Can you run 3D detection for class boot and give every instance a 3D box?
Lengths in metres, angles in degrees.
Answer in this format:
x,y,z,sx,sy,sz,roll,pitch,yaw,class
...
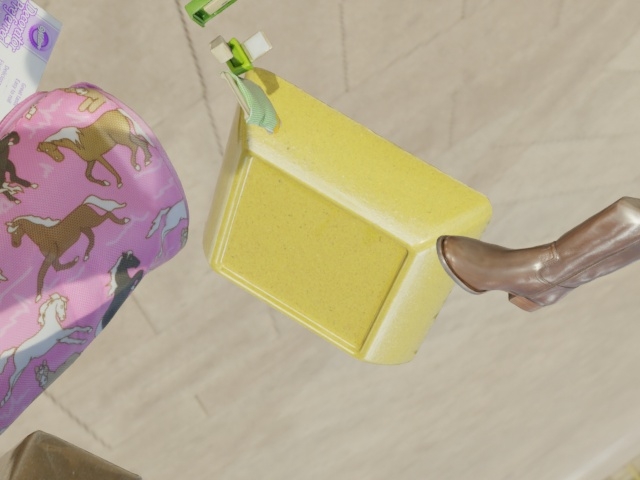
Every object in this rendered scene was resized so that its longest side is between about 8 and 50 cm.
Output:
x,y,z,sx,sy,sz,roll,pitch,yaw,class
0.141,-0.001,0.666,0.106,0.037,0.114,20,143,-38,boot

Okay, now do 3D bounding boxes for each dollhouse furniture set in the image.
x,y,z,sx,sy,sz,roll,pitch,yaw,class
-0.070,-0.182,1.107,0.058,0.152,0.076,-33,165,11,dollhouse furniture set

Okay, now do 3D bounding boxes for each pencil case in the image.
x,y,z,sx,sy,sz,roll,pitch,yaw,class
-0.263,0.047,0.799,0.386,0.160,0.167,-45,148,-32,pencil case

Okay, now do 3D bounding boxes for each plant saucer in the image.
x,y,z,sx,sy,sz,roll,pitch,yaw,class
0.000,0.000,1.369,0.081,0.332,0.333,-51,168,-40,plant saucer

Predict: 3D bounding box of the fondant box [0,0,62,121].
x,y,z,sx,sy,sz,roll,pitch,yaw,class
-0.606,-0.341,1.823,0.096,0.238,0.330,-11,145,42,fondant box

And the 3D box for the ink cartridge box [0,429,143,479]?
x,y,z,sx,sy,sz,roll,pitch,yaw,class
-0.222,0.265,0.744,0.193,0.088,0.235,-38,-150,53,ink cartridge box
